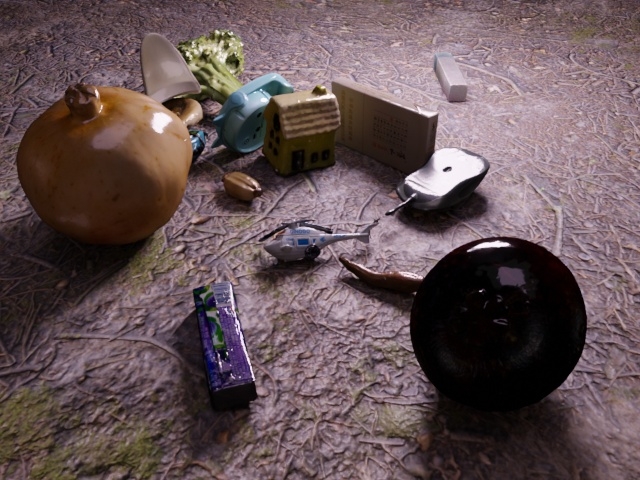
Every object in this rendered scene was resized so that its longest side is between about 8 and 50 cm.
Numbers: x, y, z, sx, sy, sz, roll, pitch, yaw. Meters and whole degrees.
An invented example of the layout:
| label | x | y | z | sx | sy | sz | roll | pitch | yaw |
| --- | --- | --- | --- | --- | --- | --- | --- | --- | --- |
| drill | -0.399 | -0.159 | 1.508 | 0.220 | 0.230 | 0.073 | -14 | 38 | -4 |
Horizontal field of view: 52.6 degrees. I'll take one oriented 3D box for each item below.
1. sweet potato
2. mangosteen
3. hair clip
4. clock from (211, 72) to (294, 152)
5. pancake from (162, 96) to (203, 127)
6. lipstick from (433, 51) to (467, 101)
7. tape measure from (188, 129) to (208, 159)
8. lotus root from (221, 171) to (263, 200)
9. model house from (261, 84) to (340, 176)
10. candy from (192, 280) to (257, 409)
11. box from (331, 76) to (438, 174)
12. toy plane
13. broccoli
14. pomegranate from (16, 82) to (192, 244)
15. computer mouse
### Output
| label | x | y | z | sx | sy | sz | roll | pitch | yaw |
| --- | --- | --- | --- | --- | --- | --- | --- | --- | --- |
| sweet potato | 0.137 | 0.081 | 1.462 | 0.214 | 0.050 | 0.050 | 12 | 38 | 22 |
| mangosteen | 0.321 | 0.149 | 1.168 | 0.330 | 0.330 | 0.330 | 0 | 36 | 0 |
| hair clip | -0.487 | -0.525 | 2.017 | 0.172 | 0.113 | 0.282 | -22 | 75 | -5 |
| clock | -0.207 | -0.359 | 1.929 | 0.094 | 0.224 | 0.274 | 42 | 58 | 19 |
| pancake | -0.529 | -0.310 | 1.893 | 0.382 | 0.071 | 0.382 | -18 | 28 | 10 |
| lipstick | 0.476 | -0.607 | 2.387 | 0.066 | 0.068 | 0.317 | 0 | 36 | -2 |
| tape measure | -0.413 | -0.279 | 1.919 | 0.146 | 0.081 | 0.125 | -1 | 33 | 9 |
| lotus root | -0.217 | -0.147 | 1.759 | 0.150 | 0.062 | 0.073 | 26 | 66 | 33 |
| model house | -0.061 | -0.334 | 1.871 | 0.193 | 0.234 | 0.175 | -14 | 39 | -22 |
| candy | -0.195 | 0.198 | 1.287 | 0.088 | 0.061 | 0.312 | -9 | 36 | -11 |
| box | 0.177 | -0.331 | 1.891 | 0.051 | 0.205 | 0.365 | -31 | 46 | -34 |
| toy plane | -0.001 | 0.002 | 1.557 | 0.273 | 0.107 | 0.182 | 1 | -12 | -30 |
| broccoli | -0.326 | -0.543 | 2.169 | 0.396 | 0.275 | 0.353 | 6 | 80 | 18 |
| pomegranate | -0.509 | -0.188 | 1.530 | 0.411 | 0.412 | 0.411 | 0 | 36 | 0 |
| computer mouse | 0.305 | -0.138 | 1.732 | 0.379 | 0.090 | 0.167 | -31 | 46 | -28 |
